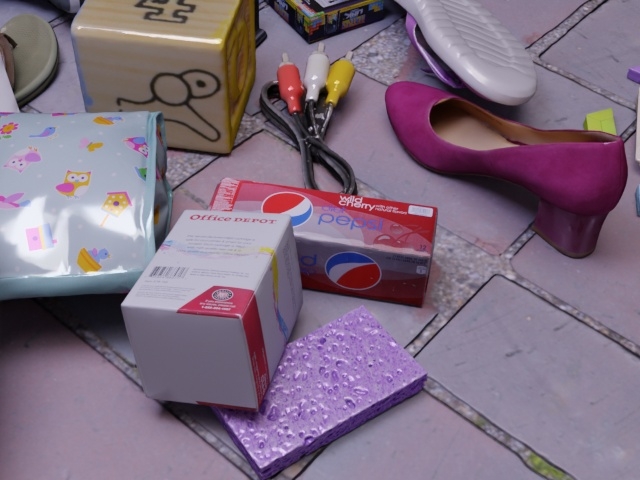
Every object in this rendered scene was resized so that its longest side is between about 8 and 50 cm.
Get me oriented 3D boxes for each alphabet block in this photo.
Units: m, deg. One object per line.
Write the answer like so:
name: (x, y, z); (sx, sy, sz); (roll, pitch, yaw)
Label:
alphabet block: (-0.201, -0.252, 1.241); (0.197, 0.192, 0.193); (8, 49, 4)

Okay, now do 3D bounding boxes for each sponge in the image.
sponge: (-0.004, 0.155, 0.973); (0.210, 0.031, 0.117); (-25, 52, -23)

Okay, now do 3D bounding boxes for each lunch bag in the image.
lunch bag: (-0.285, -0.025, 1.047); (0.223, 0.160, 0.262); (-2, 41, -5)

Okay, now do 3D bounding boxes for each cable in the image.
cable: (-0.018, -0.159, 1.239); (0.139, 0.072, 0.287); (-3, 47, 2)

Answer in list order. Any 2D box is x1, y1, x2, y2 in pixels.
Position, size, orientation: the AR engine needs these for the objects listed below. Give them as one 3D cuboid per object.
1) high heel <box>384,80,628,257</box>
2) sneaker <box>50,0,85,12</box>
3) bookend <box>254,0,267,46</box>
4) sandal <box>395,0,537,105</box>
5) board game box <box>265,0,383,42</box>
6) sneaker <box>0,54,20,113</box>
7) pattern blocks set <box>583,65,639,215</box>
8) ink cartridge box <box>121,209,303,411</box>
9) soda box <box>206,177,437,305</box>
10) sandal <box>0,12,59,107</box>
high heel: (0.227, -0.150, 1.164); (0.127, 0.181, 0.377); (-34, 57, -29)
sneaker: (-0.494, -0.425, 1.432); (0.178, 0.124, 0.295); (-21, 43, -27)
bookend: (-0.165, -0.375, 1.379); (0.157, 0.156, 0.072); (22, 50, 17)
sandal: (0.190, -0.294, 1.359); (0.169, 0.102, 0.416); (7, 37, -25)
board game box: (-0.003, -0.396, 1.479); (0.141, 0.048, 0.170); (-21, 51, -23)
sneaker: (-0.516, -0.196, 1.107); (0.236, 0.323, 0.130); (-29, 20, -34)
pattern blocks set: (0.513, -0.145, 1.278); (0.285, 0.026, 0.325); (0, 47, -1)
ink cartridge box: (-0.104, 0.066, 0.957); (0.128, 0.127, 0.176); (4, 36, 16)
soda box: (0.000, 0.000, 1.076); (0.263, 0.092, 0.083); (9, 48, 6)
sandal: (-0.469, -0.228, 1.276); (0.120, 0.086, 0.303); (17, 49, 14)
